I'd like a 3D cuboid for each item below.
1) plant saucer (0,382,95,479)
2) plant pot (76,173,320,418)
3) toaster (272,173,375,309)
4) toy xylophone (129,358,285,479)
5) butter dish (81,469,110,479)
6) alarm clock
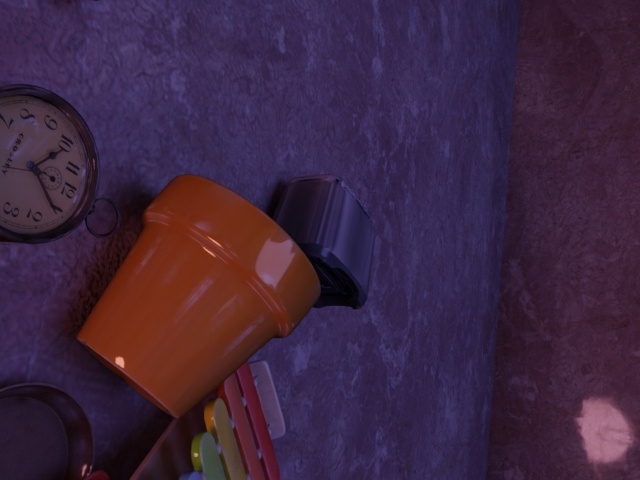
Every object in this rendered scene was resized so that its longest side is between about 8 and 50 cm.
[{"bbox_3d":[-0.275,0.207,0.504,0.168,0.029,0.168,-8,99,-60],"label":"plant saucer"},{"bbox_3d":[-0.135,0.069,0.599,0.188,0.205,0.205,-52,137,-24],"label":"plant pot"},{"bbox_3d":[0.000,0.000,0.887,0.227,0.129,0.146,50,46,-47],"label":"toaster"},{"bbox_3d":[-0.110,0.278,0.656,0.323,0.081,0.236,-74,150,-68],"label":"toy xylophone"},{"bbox_3d":[-0.198,0.313,0.493,0.160,0.118,0.160,-29,116,-55],"label":"butter dish"},{"bbox_3d":[-0.247,-0.054,0.503,0.192,0.064,0.129,43,55,-50],"label":"alarm clock"}]
